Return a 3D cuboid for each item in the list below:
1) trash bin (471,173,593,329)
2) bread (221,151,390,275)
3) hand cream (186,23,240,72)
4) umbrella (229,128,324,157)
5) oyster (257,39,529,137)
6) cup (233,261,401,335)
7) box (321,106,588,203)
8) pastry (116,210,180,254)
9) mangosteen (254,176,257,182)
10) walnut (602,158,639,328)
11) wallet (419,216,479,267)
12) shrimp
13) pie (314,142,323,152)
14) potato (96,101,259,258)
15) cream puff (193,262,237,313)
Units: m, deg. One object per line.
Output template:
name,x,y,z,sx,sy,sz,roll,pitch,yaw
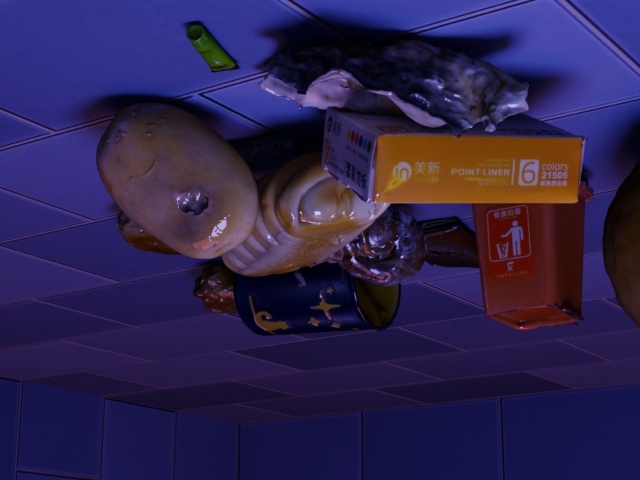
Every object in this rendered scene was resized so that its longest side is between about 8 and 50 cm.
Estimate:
trash bin,0.315,0.007,1.902,0.161,0.238,0.184,-11,162,33
bread,-0.038,-0.034,1.803,0.173,0.121,0.311,-8,167,-27
hand cream,-0.128,-0.221,1.514,0.036,0.023,0.122,-7,166,12
umbrella,-0.104,-0.126,1.807,0.269,0.044,0.044,-8,131,24
oyster,0.071,-0.183,1.494,0.271,0.100,0.275,-3,-166,-30
cup,-0.022,0.041,2.255,0.256,0.255,0.178,-6,-160,29
box,0.156,-0.105,1.597,0.274,0.091,0.221,-1,-166,-18
pastry,-0.254,-0.022,2.088,0.153,0.081,0.153,-1,168,0
mangosteen,-0.131,-0.071,1.924,0.081,0.081,0.081,0,164,0
walnut,0.548,-0.020,1.705,0.354,0.308,0.398,-31,168,-12
wallet,0.223,0.013,2.291,0.137,0.031,0.255,-8,162,24
shrimp,0.001,-0.007,2.063,0.343,0.145,0.116,12,-161,-4
pie,0.073,-0.109,1.853,0.195,0.046,0.195,-1,162,0
potato,-0.181,-0.083,1.683,0.234,0.146,0.150,41,129,-7
cream puff,-0.179,0.084,2.448,0.116,0.094,0.122,-9,139,18
